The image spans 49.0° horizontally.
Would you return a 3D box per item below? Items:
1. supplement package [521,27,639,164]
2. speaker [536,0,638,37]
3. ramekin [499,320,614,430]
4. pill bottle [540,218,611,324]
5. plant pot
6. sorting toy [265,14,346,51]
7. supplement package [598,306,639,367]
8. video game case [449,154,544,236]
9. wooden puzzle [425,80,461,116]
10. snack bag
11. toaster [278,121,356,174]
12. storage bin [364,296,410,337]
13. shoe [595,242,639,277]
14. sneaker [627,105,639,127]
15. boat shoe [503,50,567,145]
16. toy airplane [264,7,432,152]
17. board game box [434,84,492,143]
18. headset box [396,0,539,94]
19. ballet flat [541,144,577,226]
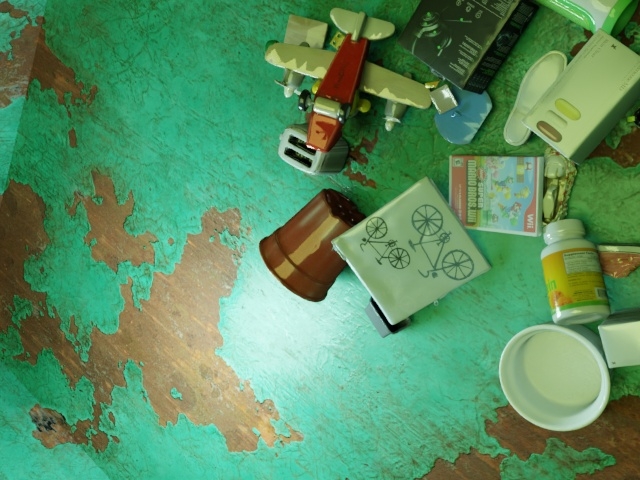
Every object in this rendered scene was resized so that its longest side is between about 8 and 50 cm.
[{"bbox_3d":[0.629,-0.326,1.641,0.145,0.204,0.262,44,110,20],"label":"supplement package"},{"bbox_3d":[0.600,-0.602,1.683,0.296,0.131,0.131,40,118,23],"label":"speaker"},{"bbox_3d":[0.621,0.339,1.824,0.277,0.135,0.277,7,102,34],"label":"ramekin"},{"bbox_3d":[0.627,0.077,1.747,0.136,0.136,0.245,-20,65,35],"label":"pill bottle"},{"bbox_3d":[0.000,0.000,2.130,0.265,0.272,0.272,-46,72,22],"label":"plant pot"},{"bbox_3d":[-0.034,-0.611,2.156,0.275,0.046,0.132,20,109,21],"label":"sorting toy"},{"bbox_3d":[0.752,0.228,1.688,0.105,0.179,0.105,-14,90,35],"label":"supplement package"},{"bbox_3d":[0.462,-0.125,1.877,0.285,0.025,0.204,9,103,48],"label":"video game case"},{"bbox_3d":[0.336,-0.387,1.916,0.079,0.014,0.116,-10,113,48],"label":"wooden puzzle"},{"bbox_3d":[0.253,0.041,1.977,0.343,0.037,0.323,-35,97,15],"label":"snack bag"},{"bbox_3d":[-0.020,-0.275,2.149,0.227,0.146,0.129,33,116,26],"label":"toaster"},{"bbox_3d":[0.199,0.225,2.127,0.135,0.098,0.091,57,150,12],"label":"storage bin"},{"bbox_3d":[0.768,0.050,1.723,0.178,0.063,0.081,2,101,39],"label":"shoe"},{"bbox_3d":[0.829,-0.291,1.599,0.235,0.097,0.084,-11,92,35],"label":"sneaker"},{"bbox_3d":[0.554,-0.359,1.786,0.095,0.079,0.254,29,115,25],"label":"boat shoe"},{"bbox_3d":[0.075,-0.462,2.015,0.385,0.272,0.386,-25,71,-3],"label":"toy airplane"},{"bbox_3d":[0.395,-0.348,1.926,0.133,0.033,0.168,41,113,28],"label":"board game box"},{"bbox_3d":[0.374,-0.551,1.829,0.246,0.131,0.283,43,116,26],"label":"headset box"},{"bbox_3d":[0.600,-0.143,1.792,0.091,0.077,0.240,7,101,34],"label":"ballet flat"}]
